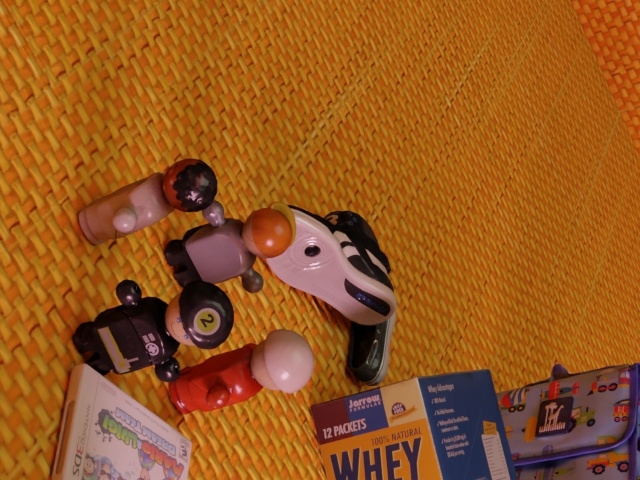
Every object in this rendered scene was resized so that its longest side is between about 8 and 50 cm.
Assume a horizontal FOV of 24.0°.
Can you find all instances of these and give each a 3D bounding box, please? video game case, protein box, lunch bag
[{"bbox_3d":[-0.170,0.203,1.295,0.157,0.019,0.143,45,38,-41],"label":"video game case"},{"bbox_3d":[0.115,0.257,1.655,0.200,0.136,0.201,3,71,-61],"label":"protein box"},{"bbox_3d":[0.318,0.287,1.915,0.138,0.221,0.293,46,37,-39],"label":"lunch bag"}]

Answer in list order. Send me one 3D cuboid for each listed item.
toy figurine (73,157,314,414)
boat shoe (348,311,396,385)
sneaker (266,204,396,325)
[{"bbox_3d":[-0.108,0.041,1.368,0.213,0.148,0.209,34,45,-49],"label":"toy figurine"},{"bbox_3d":[0.057,0.099,1.745,0.040,0.049,0.142,40,43,-44],"label":"boat shoe"},{"bbox_3d":[0.000,0.000,1.687,0.217,0.079,0.121,42,27,-40],"label":"sneaker"}]
